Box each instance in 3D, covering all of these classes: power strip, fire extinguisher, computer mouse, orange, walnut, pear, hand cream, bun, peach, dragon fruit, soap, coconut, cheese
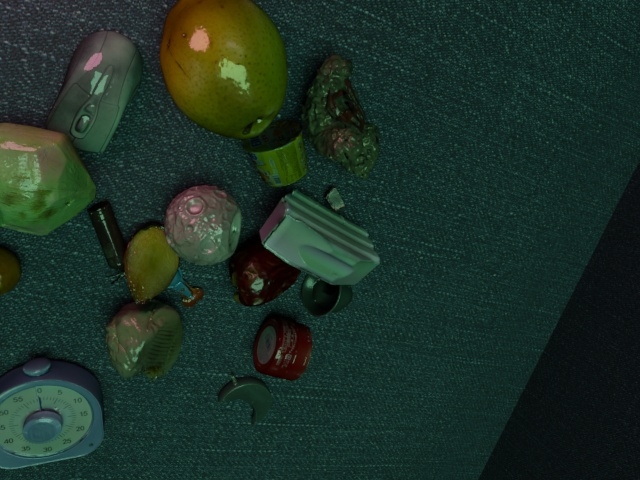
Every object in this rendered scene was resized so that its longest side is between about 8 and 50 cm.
[{"bbox_3d":[-0.295,0.628,2.097,0.167,0.054,0.253,-43,121,-3],"label":"power strip"},{"bbox_3d":[-0.675,0.013,1.667,0.089,0.072,0.268,-20,118,-19],"label":"fire extinguisher"},{"bbox_3d":[-0.639,-0.410,1.479,0.188,0.122,0.371,25,104,-28],"label":"computer mouse"},{"bbox_3d":[-0.976,0.096,1.550,0.154,0.134,0.155,-12,118,-25],"label":"orange"},{"bbox_3d":[-0.188,0.114,1.827,0.268,0.221,0.244,-23,131,-23],"label":"walnut"},{"bbox_3d":[-0.268,-0.490,1.454,0.362,0.362,0.419,-28,90,-8],"label":"pear"},{"bbox_3d":[-0.145,0.406,1.964,0.149,0.230,0.230,22,102,-29],"label":"hand cream"},{"bbox_3d":[-0.602,0.322,1.752,0.204,0.281,0.282,19,109,15],"label":"bun"},{"bbox_3d":[-0.559,0.077,1.695,0.189,0.068,0.280,31,61,-32],"label":"peach"},{"bbox_3d":[0.050,-0.148,1.899,0.056,0.060,0.083,-33,94,2],"label":"dragon fruit"},{"bbox_3d":[0.000,0.000,1.796,0.446,0.261,0.156,28,118,-35],"label":"soap"},{"bbox_3d":[-0.786,-0.169,1.425,0.328,0.281,0.329,-7,127,-10],"label":"coconut"},{"bbox_3d":[-0.509,0.139,1.811,0.106,0.037,0.256,-39,122,-1],"label":"cheese"}]

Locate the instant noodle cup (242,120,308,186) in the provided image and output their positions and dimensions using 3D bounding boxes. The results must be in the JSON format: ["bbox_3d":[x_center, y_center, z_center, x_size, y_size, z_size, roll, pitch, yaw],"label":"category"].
[{"bbox_3d":[-0.133,-0.276,1.696,0.204,0.205,0.153,-26,125,-10],"label":"instant noodle cup"}]

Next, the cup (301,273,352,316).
[{"bbox_3d":[0.048,0.199,1.994,0.149,0.199,0.199,16,106,-45],"label":"cup"}]

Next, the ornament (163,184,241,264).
[{"bbox_3d":[-0.377,-0.049,1.658,0.224,0.259,0.260,10,110,5],"label":"ornament"}]

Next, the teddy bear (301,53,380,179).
[{"bbox_3d":[0.101,-0.370,1.711,0.367,0.224,0.358,13,64,-50],"label":"teddy bear"}]

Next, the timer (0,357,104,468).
[{"bbox_3d":[-0.931,0.575,1.752,0.394,0.173,0.396,-8,115,-17],"label":"timer"}]
